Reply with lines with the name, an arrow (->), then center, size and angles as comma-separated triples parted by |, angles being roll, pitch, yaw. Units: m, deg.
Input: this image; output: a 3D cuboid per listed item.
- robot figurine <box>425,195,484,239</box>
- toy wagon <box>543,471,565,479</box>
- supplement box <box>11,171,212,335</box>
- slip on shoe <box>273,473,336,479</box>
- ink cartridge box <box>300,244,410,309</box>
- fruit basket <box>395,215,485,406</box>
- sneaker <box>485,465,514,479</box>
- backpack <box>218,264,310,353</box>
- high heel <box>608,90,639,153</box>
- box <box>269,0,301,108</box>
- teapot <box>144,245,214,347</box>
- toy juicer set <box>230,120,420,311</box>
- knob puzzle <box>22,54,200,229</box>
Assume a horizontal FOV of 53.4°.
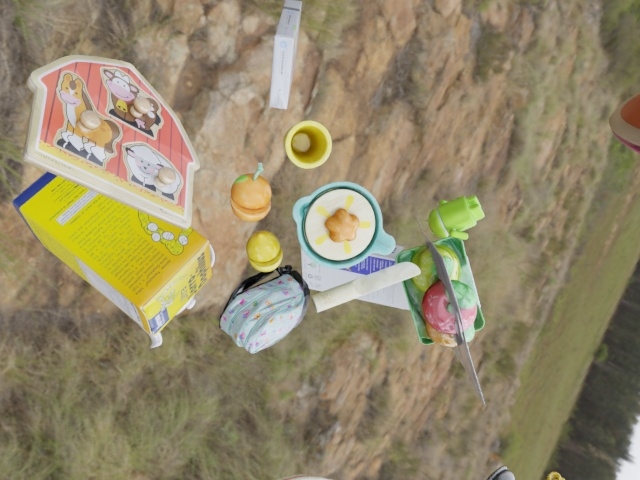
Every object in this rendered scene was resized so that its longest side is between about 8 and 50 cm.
robot figurine -> 0.272, -0.048, 1.298 | 0.115, 0.101, 0.067 | -25, 137, 16
toy wagon -> 0.312, 0.488, 0.888 | 0.267, 0.068, 0.344 | -16, 117, -40
supplement box -> -0.427, 0.000, 1.348 | 0.195, 0.357, 0.194 | -49, 169, -23
slip on shoe -> 0.014, 0.411, 0.905 | 0.332, 0.101, 0.122 | 17, 97, -31
ink cartridge box -> 0.113, 0.078, 1.658 | 0.065, 0.333, 0.165 | -57, 153, -49
fruit basket -> 0.282, 0.130, 1.366 | 0.166, 0.326, 0.353 | -18, -167, -1
sneaker -> 0.329, 0.543, 1.185 | 0.331, 0.146, 0.122 | -14, 136, -60
backpack -> -0.109, 0.142, 1.266 | 0.182, 0.115, 0.151 | -18, 135, -49
high heel -> 0.487, -0.083, 0.696 | 0.127, 0.181, 0.377 | -49, -158, 5
box -> -0.068, -0.366, 1.238 | 0.186, 0.038, 0.145 | -84, -178, -50
teapot -> -0.423, 0.121, 1.771 | 0.256, 0.187, 0.252 | -44, -156, 13
toy juicer set -> 0.000, 0.000, 0.967 | 0.209, 0.329, 0.089 | -39, -161, -4
knob puzzle -> -0.198, -0.122, 0.646 | 0.030, 0.213, 0.213 | -35, 171, 31
